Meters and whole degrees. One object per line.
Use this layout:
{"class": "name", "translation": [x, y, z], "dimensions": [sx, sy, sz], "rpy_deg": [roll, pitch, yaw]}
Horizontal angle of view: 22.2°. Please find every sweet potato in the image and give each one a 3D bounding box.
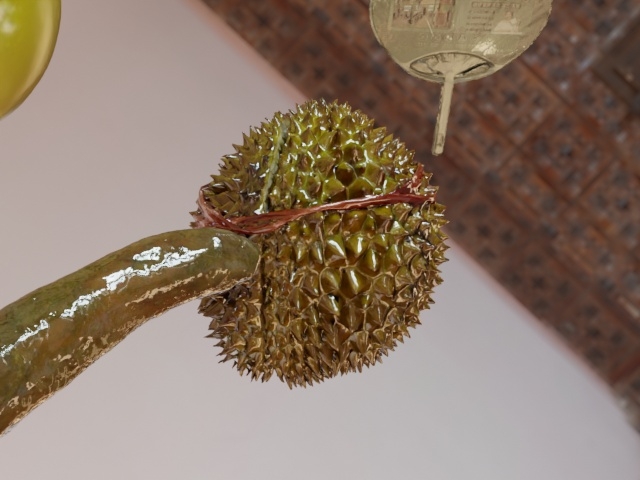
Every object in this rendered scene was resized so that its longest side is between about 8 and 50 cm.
{"class": "sweet potato", "translation": [-0.161, 0.056, 1.090], "dimensions": [0.273, 0.075, 0.075], "rpy_deg": [-33, -2, -23]}

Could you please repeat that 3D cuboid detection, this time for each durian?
{"class": "durian", "translation": [-0.005, 0.001, 2.120], "dimensions": [0.347, 0.348, 0.384], "rpy_deg": [-51, -25, -48]}

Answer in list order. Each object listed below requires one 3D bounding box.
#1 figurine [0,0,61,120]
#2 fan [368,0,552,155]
{"class": "figurine", "translation": [-0.262, -0.148, 0.935], "dimensions": [0.169, 0.327, 0.218], "rpy_deg": [46, -121, -57]}
{"class": "fan", "translation": [0.144, -0.252, 2.019], "dimensions": [0.294, 0.223, 0.012], "rpy_deg": [-51, 29, 28]}
